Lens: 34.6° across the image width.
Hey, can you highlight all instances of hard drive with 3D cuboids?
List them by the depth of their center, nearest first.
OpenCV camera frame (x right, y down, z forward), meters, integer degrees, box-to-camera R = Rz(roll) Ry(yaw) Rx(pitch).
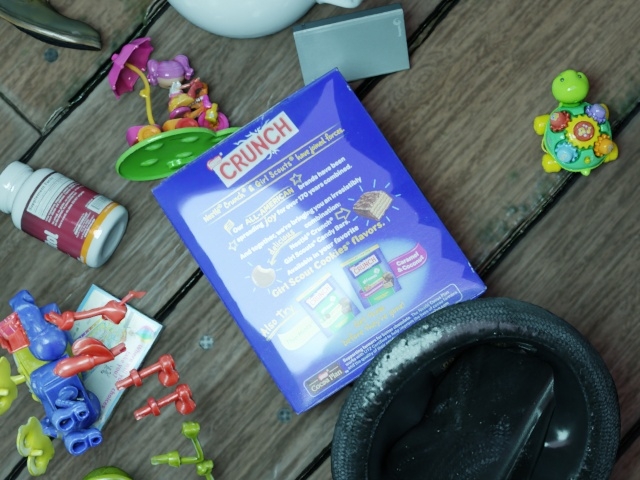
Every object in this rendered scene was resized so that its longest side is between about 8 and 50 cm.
[{"bbox_3d":[0.039,-0.238,1.268,0.135,0.094,0.022,-12,50,1],"label":"hard drive"}]

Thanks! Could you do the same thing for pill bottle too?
[{"bbox_3d":[-0.322,-0.035,1.267,0.152,0.086,0.086,27,87,5],"label":"pill bottle"}]

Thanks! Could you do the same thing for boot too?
[{"bbox_3d":[-0.365,-0.313,1.293,0.219,0.082,0.106,19,89,6],"label":"boot"}]

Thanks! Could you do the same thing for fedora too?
[{"bbox_3d":[0.170,0.213,1.182,0.334,0.152,0.334,0,100,0],"label":"fedora"}]

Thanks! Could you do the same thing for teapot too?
[{"bbox_3d":[-0.096,-0.371,1.234,0.256,0.187,0.252,-13,85,1],"label":"teapot"}]

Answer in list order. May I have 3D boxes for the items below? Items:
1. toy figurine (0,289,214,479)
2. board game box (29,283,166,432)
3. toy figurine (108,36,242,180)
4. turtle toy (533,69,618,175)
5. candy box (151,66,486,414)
[{"bbox_3d":[-0.273,0.165,1.205,0.191,0.217,0.362,-28,129,-14],"label":"toy figurine"},{"bbox_3d":[-0.277,0.146,1.280,0.103,0.026,0.154,31,87,5],"label":"board game box"},{"bbox_3d":[-0.190,-0.177,1.271,0.173,0.130,0.159,-15,75,-20],"label":"toy figurine"},{"bbox_3d":[0.313,-0.143,1.257,0.095,0.066,0.130,-12,85,1],"label":"turtle toy"},{"bbox_3d":[0.000,0.000,1.233,0.268,0.122,0.317,-33,86,1],"label":"candy box"}]
